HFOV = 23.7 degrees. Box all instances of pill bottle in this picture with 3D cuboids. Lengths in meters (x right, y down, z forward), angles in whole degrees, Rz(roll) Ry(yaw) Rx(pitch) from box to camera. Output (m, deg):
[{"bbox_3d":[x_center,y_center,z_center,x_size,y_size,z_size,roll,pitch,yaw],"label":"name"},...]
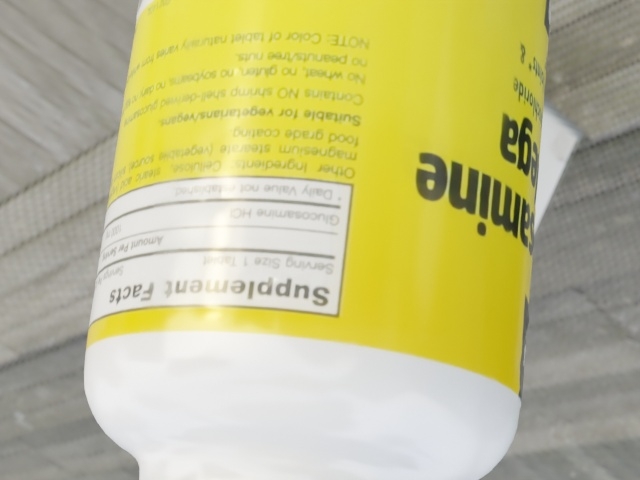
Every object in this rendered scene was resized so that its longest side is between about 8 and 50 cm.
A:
[{"bbox_3d":[0.000,0.000,0.670,0.188,0.334,0.188,6,165,2],"label":"pill bottle"}]
